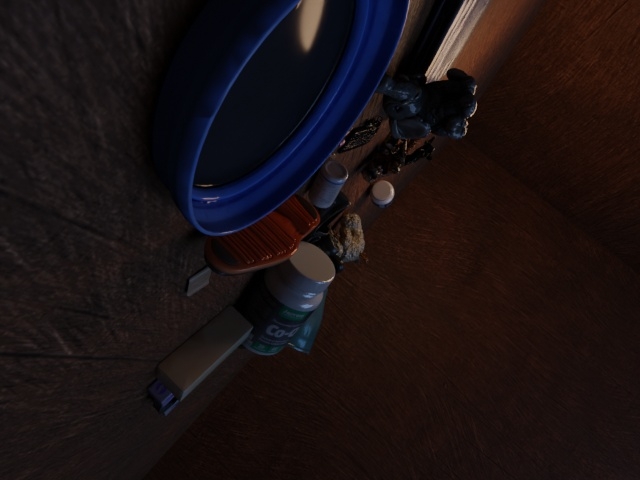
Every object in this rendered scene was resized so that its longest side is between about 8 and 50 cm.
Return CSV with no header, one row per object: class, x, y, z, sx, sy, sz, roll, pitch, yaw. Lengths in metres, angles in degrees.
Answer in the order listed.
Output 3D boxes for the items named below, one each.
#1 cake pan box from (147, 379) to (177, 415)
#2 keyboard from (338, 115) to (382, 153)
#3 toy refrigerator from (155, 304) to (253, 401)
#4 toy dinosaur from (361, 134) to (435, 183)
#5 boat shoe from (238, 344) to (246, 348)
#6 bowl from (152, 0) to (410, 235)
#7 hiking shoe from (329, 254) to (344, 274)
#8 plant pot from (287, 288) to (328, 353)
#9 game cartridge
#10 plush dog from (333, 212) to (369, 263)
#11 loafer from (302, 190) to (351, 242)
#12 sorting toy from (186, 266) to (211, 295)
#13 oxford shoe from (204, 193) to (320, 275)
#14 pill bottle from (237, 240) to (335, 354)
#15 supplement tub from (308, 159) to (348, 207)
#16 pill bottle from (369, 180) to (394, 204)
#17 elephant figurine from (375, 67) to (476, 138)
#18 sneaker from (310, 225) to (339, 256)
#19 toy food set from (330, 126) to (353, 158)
cake pan box,-0.419,0.420,1.295,0.267,0.070,0.246,-42,167,-34
keyboard,0.118,-0.268,1.062,0.100,0.038,0.192,-55,171,33
toy refrigerator,-0.328,0.317,1.176,0.269,0.102,0.094,-42,169,-42
toy dinosaur,0.258,-0.308,1.391,0.218,0.164,0.322,-36,-157,52
boat shoe,-0.261,0.354,1.486,0.227,0.081,0.068,-15,174,36
bowl,-0.042,-0.178,0.522,0.391,0.077,0.391,-47,172,-9
hiking shoe,-0.026,0.099,1.457,0.226,0.086,0.114,-2,-161,35
plant pot,-0.102,0.262,1.604,0.255,0.271,0.272,-62,173,-7
game cartridge,0.303,-0.492,0.948,0.230,0.068,0.355,-49,173,-25
plush dog,0.076,0.034,1.787,0.225,0.211,0.262,-13,152,-27
loafer,0.001,-0.051,1.266,0.096,0.084,0.268,-40,168,-48
sorting toy,-0.241,0.075,0.844,0.083,0.012,0.062,-37,161,-40
oxford shoe,-0.117,0.009,0.816,0.133,0.130,0.363,-46,173,26
pill bottle,-0.118,0.184,1.305,0.361,0.204,0.204,-54,170,31
supplement tub,0.018,-0.139,1.013,0.071,0.071,0.107,-42,169,-40
pill bottle,0.281,-0.214,1.871,0.112,0.112,0.186,-49,172,4
elephant figurine,0.210,-0.313,0.926,0.169,0.239,0.186,-92,-176,-45
sneaker,0.000,0.000,1.435,0.106,0.101,0.267,-30,-170,7
toy food set,0.049,-0.241,0.908,0.122,0.019,0.078,-58,170,10
